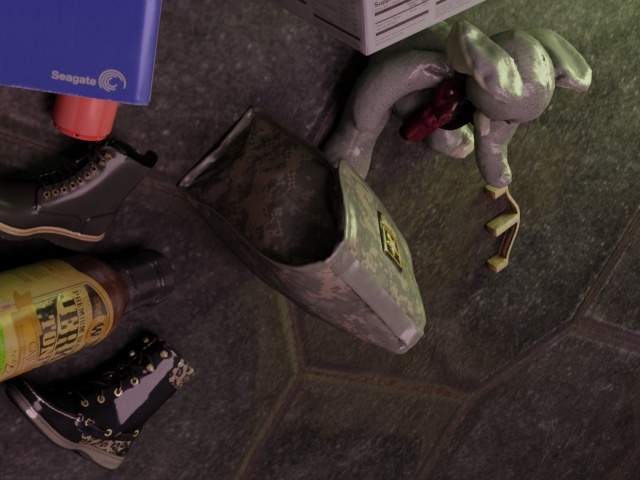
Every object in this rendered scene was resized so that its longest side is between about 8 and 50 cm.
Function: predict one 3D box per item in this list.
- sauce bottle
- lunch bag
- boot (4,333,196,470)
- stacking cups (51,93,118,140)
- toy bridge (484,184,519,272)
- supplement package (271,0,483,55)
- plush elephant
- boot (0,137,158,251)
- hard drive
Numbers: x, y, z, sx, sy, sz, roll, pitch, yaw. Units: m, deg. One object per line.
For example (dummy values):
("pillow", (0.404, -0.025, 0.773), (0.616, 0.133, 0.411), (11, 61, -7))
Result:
("sauce bottle", (-0.293, 0.073, 1.034), (0.344, 0.111, 0.111), (-22, 134, -56))
("lunch bag", (0.000, 0.000, 1.165), (0.169, 0.287, 0.235), (-47, 138, -5))
("boot", (-0.272, 0.182, 1.204), (0.178, 0.085, 0.236), (-47, 145, -9))
("stacking cups", (-0.200, -0.251, 0.950), (0.096, 0.096, 0.316), (-3, 120, -41))
("toy bridge", (0.311, -0.032, 1.620), (0.063, 0.026, 0.188), (-32, 135, -25))
("supplement package", (0.086, -0.349, 1.057), (0.262, 0.204, 0.145), (-29, 135, -24))
("plush elephant", (0.194, -0.190, 1.228), (0.272, 0.255, 0.330), (-9, 124, -38))
("boot", (-0.279, -0.068, 1.007), (0.137, 0.077, 0.198), (-47, 154, 17))
("hard drive", (-0.242, -0.290, 0.856), (0.210, 0.040, 0.319), (7, 117, -11))
